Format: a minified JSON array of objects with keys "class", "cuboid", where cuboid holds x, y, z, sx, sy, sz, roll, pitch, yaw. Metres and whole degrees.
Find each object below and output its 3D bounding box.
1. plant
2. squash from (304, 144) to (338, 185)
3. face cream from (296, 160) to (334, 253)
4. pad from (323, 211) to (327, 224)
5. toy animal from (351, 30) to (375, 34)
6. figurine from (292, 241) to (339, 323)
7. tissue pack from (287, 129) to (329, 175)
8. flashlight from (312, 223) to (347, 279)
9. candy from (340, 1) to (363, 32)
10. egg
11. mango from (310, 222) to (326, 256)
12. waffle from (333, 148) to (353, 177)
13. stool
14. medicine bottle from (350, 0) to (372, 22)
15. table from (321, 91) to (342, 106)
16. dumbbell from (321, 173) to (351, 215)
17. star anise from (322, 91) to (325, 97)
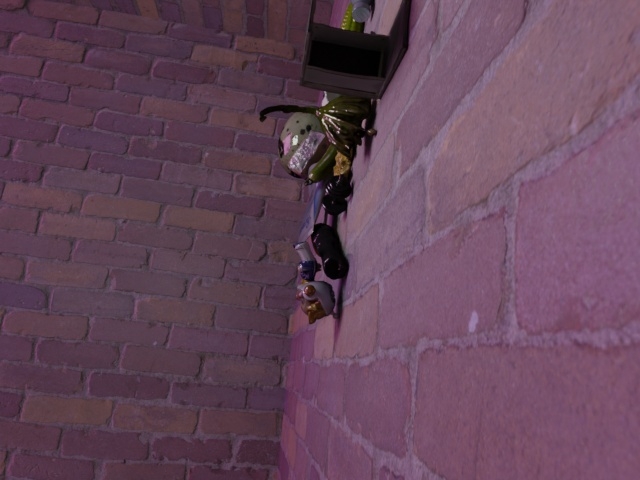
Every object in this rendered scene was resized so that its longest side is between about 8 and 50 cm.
[{"class":"plant","cuboid":[0.014,-0.415,1.447,0.180,0.333,0.251,-57,9,40]},{"class":"squash","cuboid":[0.035,-0.335,1.942,0.071,0.080,0.319,-28,28,59]},{"class":"face cream","cuboid":[-0.020,-0.163,2.002,0.235,0.137,0.421,130,156,-60]},{"class":"pad","cuboid":[0.026,-0.121,2.335,0.127,0.004,0.190,-158,76,-84]},{"class":"toy animal","cuboid":[0.130,-0.605,1.625,0.170,0.089,0.255,120,159,-83]},{"class":"figurine","cuboid":[-0.030,0.142,1.598,0.194,0.133,0.275,92,163,-60]},{"class":"tissue pack","cuboid":[-0.041,-0.392,2.170,0.215,0.122,0.256,-56,-13,5]},{"class":"flashlight","cuboid":[0.031,0.032,1.706,0.424,0.103,0.103,-108,26,-73]},{"class":"candy","cuboid":[0.137,-0.896,1.894,0.097,0.096,0.210,-117,41,-79]},{"class":"egg","cuboid":[-0.073,-0.512,2.441,0.287,0.287,0.380,-114,48,-78]},{"class":"mango","cuboid":[0.000,-0.005,2.058,0.163,0.089,0.111,94,178,-53]},{"class":"waffle","cuboid":[0.088,-0.316,1.783,0.261,0.056,0.250,101,175,-60]},{"class":"stool","cuboid":[0.080,-0.528,1.245,0.270,0.243,0.171,126,150,-77]},{"class":"medicine bottle","cuboid":[0.154,-0.917,1.736,0.090,0.090,0.217,111,164,-64]},{"class":"table","cuboid":[0.071,-0.547,1.813,0.166,0.166,0.199,147,122,-82]},{"class":"dumbbell","cuboid":[0.057,-0.162,1.680,0.209,0.099,0.099,104,171,-52]},{"class":"star anise","cuboid":[0.070,-0.775,2.263,0.350,0.108,0.293,-98,12,-65]}]
